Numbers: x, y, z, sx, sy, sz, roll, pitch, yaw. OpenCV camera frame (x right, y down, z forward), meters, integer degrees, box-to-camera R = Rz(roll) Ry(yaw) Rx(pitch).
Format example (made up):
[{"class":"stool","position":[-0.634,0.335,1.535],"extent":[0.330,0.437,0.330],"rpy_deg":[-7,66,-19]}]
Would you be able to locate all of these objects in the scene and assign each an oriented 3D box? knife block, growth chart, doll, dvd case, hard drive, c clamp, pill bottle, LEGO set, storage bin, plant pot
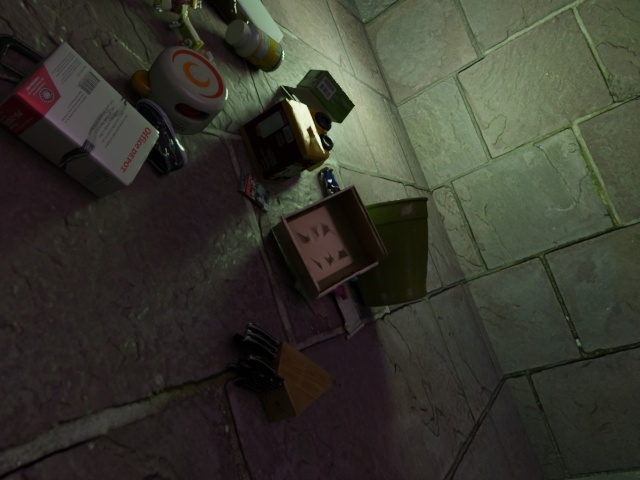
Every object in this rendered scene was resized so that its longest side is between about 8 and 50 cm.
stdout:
[{"class":"knife block","position":[-0.100,0.300,1.152],"extent":[0.275,0.088,0.242],"rpy_deg":[-13,80,-61]},{"class":"growth chart","position":[0.090,0.210,1.626],"extent":[0.172,0.021,0.237],"rpy_deg":[-8,76,-62]},{"class":"doll","position":[0.057,-0.196,1.861],"extent":[0.129,0.046,0.189],"rpy_deg":[7,62,-57]},{"class":"dvd case","position":[-0.199,-0.148,1.414],"extent":[0.119,0.013,0.087],"rpy_deg":[39,38,-39]},{"class":"hard drive","position":[-0.271,-0.911,1.861],"extent":[0.307,0.040,0.203],"rpy_deg":[50,31,-28]},{"class":"c clamp","position":[-0.572,-0.329,0.905],"extent":[0.160,0.022,0.137],"rpy_deg":[27,41,-48]},{"class":"pill bottle","position":[-0.235,-0.693,1.669],"extent":[0.208,0.117,0.118],"rpy_deg":[12,58,-57]},{"class":"LEGO set","position":[-0.401,-0.638,1.346],"extent":[0.107,0.132,0.287],"rpy_deg":[-40,138,-51]},{"class":"LEGO set","position":[0.051,0.074,1.569],"extent":[0.093,0.087,0.227],"rpy_deg":[20,43,-48]},{"class":"storage bin","position":[0.031,0.008,1.429],"extent":[0.262,0.123,0.260],"rpy_deg":[-27,91,-25]},{"class":"plant pot","position":[0.240,0.051,1.715],"extent":[0.366,0.366,0.353],"rpy_deg":[-5,85,-61]}]

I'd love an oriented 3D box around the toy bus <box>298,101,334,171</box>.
[{"class":"toy bus","position":[-0.074,-0.389,1.701],"extent":[0.211,0.149,0.220],"rpy_deg":[19,54,-38]}]

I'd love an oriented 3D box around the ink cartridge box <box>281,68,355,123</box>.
[{"class":"ink cartridge box","position":[-0.015,-0.566,1.825],"extent":[0.189,0.097,0.255],"rpy_deg":[42,-5,-37]}]

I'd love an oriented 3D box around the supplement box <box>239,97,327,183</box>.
[{"class":"supplement box","position":[-0.118,-0.307,1.484],"extent":[0.129,0.194,0.191],"rpy_deg":[-10,77,-62]}]

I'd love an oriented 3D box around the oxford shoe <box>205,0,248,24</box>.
[{"class":"oxford shoe","position":[-0.325,-0.841,1.655],"extent":[0.227,0.096,0.083],"rpy_deg":[30,42,-50]}]

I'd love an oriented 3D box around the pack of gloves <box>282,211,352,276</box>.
[{"class":"pack of gloves","position":[0.000,0.000,1.500],"extent":[0.195,0.046,0.232],"rpy_deg":[-9,74,-24]}]

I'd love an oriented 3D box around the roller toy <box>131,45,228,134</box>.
[{"class":"roller toy","position":[-0.349,-0.372,1.189],"extent":[0.191,0.146,0.209],"rpy_deg":[50,36,-9]}]

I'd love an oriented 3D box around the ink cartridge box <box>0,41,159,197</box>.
[{"class":"ink cartridge box","position":[-0.457,-0.224,0.906],"extent":[0.237,0.100,0.172],"rpy_deg":[47,41,-37]}]

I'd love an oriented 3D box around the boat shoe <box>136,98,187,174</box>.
[{"class":"boat shoe","position":[-0.388,-0.245,1.105],"extent":[0.183,0.065,0.083],"rpy_deg":[60,27,-13]}]
